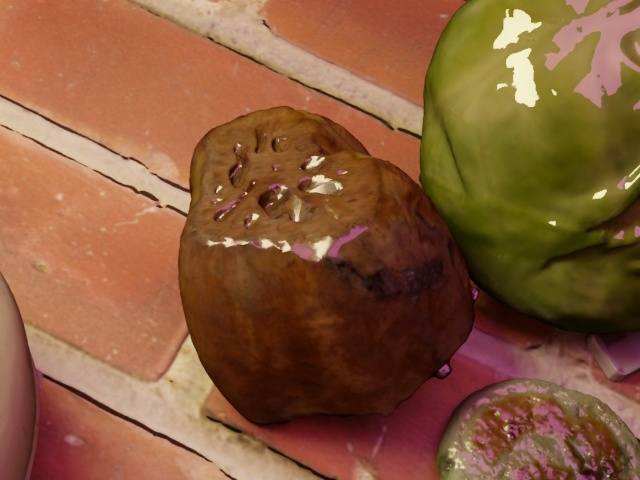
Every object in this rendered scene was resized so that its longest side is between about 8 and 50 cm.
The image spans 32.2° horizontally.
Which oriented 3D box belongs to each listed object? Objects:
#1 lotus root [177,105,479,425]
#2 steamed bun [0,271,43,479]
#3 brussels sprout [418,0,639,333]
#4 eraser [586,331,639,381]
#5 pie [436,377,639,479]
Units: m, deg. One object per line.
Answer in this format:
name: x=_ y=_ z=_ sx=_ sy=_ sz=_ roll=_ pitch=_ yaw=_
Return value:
lotus root: x=0.000 y=0.000 z=1.108 sx=0.316 sy=0.250 sz=0.316 roll=-9 pitch=54 yaw=12
steamed bun: x=-0.411 y=0.147 z=0.956 sx=0.334 sy=0.334 sz=0.374 roll=0 pitch=56 yaw=-10
brussels sprout: x=0.288 y=-0.097 z=1.209 sx=0.361 sy=0.342 sz=0.425 roll=-33 pitch=100 yaw=16
eraser: x=0.362 y=0.114 z=1.271 sx=0.105 sy=0.026 sz=0.065 roll=-21 pitch=69 yaw=-20
pie: x=0.235 y=0.253 z=1.154 sx=0.240 sy=0.054 sz=0.240 roll=4 pitch=62 yaw=-7
